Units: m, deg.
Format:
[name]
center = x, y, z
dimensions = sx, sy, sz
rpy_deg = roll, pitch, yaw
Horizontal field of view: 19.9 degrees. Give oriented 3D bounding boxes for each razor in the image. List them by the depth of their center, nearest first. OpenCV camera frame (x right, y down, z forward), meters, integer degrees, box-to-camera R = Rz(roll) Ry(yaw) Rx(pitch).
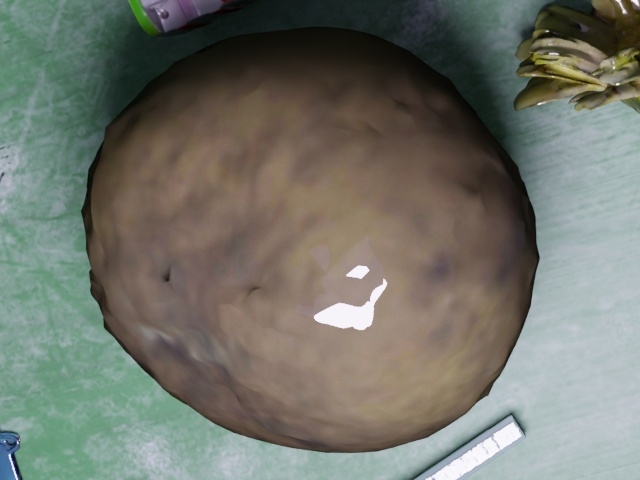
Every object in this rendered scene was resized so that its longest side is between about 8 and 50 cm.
[razor]
center = 0.090, 0.266, 1.876
dimensions = 0.278, 0.056, 0.111
rpy_deg = -35, 88, 12

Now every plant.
[plant]
center = 0.364, -0.182, 1.739
dimensions = 0.306, 0.297, 0.261
rpy_deg = 2, 68, 51

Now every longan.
[longan]
center = 0.001, 0.000, 1.689
dimensions = 0.436, 0.404, 0.404
rpy_deg = 12, 99, 31

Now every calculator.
[calculator]
center = -0.363, 0.244, 1.976
dimensions = 0.094, 0.019, 0.141
rpy_deg = -17, 91, 11

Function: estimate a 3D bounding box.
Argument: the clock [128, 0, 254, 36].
[clock]
center = -0.062, -0.365, 1.783
dimensions = 0.309, 0.166, 0.235
rpy_deg = -22, 92, 19
